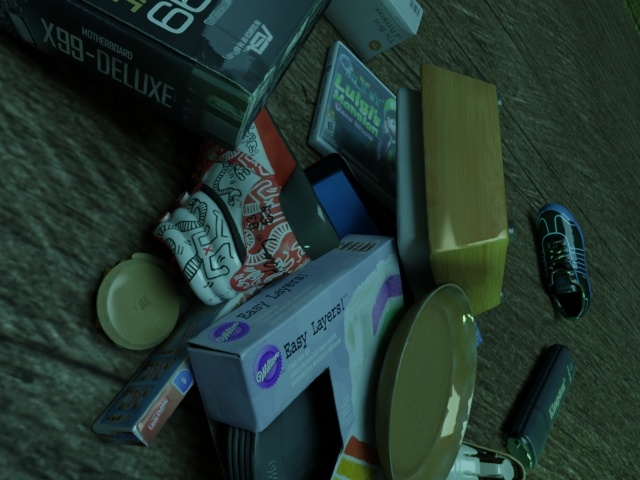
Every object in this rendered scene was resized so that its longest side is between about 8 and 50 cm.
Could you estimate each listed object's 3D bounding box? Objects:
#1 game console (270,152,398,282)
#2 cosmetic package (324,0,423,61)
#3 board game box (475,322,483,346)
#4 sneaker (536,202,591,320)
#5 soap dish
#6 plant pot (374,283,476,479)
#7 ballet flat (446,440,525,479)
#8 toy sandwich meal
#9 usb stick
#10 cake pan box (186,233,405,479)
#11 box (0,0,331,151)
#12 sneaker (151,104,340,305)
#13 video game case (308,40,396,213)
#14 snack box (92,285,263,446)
[{"bbox_3d":[0.000,0.000,0.644,0.144,0.085,0.124,56,44,-18],"label":"game console"},{"bbox_3d":[0.027,-0.357,0.779,0.239,0.098,0.061,41,54,-31],"label":"cosmetic package"},{"bbox_3d":[0.202,0.131,0.869,0.090,0.020,0.090,-32,100,-47],"label":"board game box"},{"bbox_3d":[0.479,0.044,1.151,0.090,0.081,0.232,-33,103,-55],"label":"sneaker"},{"bbox_3d":[0.166,-0.039,0.725,0.291,0.118,0.229,59,31,-64],"label":"soap dish"},{"bbox_3d":[0.117,0.163,0.639,0.236,0.032,0.237,-14,107,-55],"label":"plant pot"},{"bbox_3d":[0.193,0.292,0.769,0.232,0.073,0.080,23,61,-41],"label":"ballet flat"},{"bbox_3d":[-0.158,0.052,0.501,0.085,0.029,0.086,11,75,-45],"label":"toy sandwich meal"},{"bbox_3d":[0.381,0.274,1.000,0.278,0.045,0.077,-35,103,-47],"label":"usb stick"},{"bbox_3d":[0.003,0.150,0.563,0.266,0.070,0.246,-31,115,-50],"label":"cake pan box"},{"bbox_3d":[-0.115,-0.253,0.530,0.242,0.076,0.308,28,53,-4],"label":"box"},{"bbox_3d":[-0.097,-0.062,0.552,0.270,0.144,0.090,62,2,39],"label":"sneaker"},{"bbox_3d":[0.067,-0.154,0.813,0.190,0.022,0.173,33,55,-36],"label":"video game case"},{"bbox_3d":[-0.116,0.094,0.503,0.022,0.064,0.178,56,45,-23],"label":"snack box"}]
